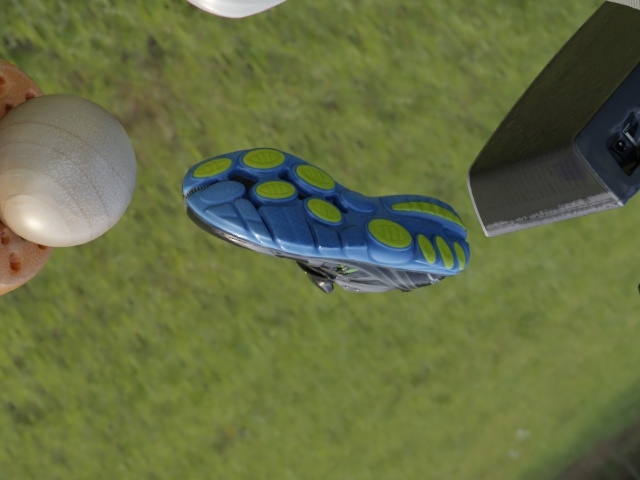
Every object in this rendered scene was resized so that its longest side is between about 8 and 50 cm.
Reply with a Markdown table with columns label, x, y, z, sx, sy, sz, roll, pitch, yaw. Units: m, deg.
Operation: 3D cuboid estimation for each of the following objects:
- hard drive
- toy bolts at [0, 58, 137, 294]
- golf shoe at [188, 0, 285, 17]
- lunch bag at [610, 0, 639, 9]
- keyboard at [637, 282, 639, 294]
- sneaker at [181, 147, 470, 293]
| label | x | y | z | sx | sy | sz | roll | pitch | yaw |
| --- | --- | --- | --- | --- | --- | --- | --- | --- | --- |
| hard drive | 0.205 | -0.113 | 0.988 | 0.255 | 0.054 | 0.172 | -48 | -166 | -22 |
| toy bolts | -0.177 | -0.084 | 0.569 | 0.158 | 0.218 | 0.228 | -4 | 178 | 25 |
| golf shoe | 0.023 | -0.270 | 0.993 | 0.306 | 0.115 | 0.140 | -40 | 157 | -10 |
| lunch bag | 0.119 | -0.257 | 0.774 | 0.169 | 0.287 | 0.235 | -41 | 142 | -23 |
| keyboard | 0.318 | 0.105 | 1.202 | 0.108 | 0.180 | 0.023 | -6 | 163 | -22 |
| sneaker | 0.000 | 0.000 | 0.904 | 0.188 | 0.067 | 0.078 | 14 | 143 | -34 |
